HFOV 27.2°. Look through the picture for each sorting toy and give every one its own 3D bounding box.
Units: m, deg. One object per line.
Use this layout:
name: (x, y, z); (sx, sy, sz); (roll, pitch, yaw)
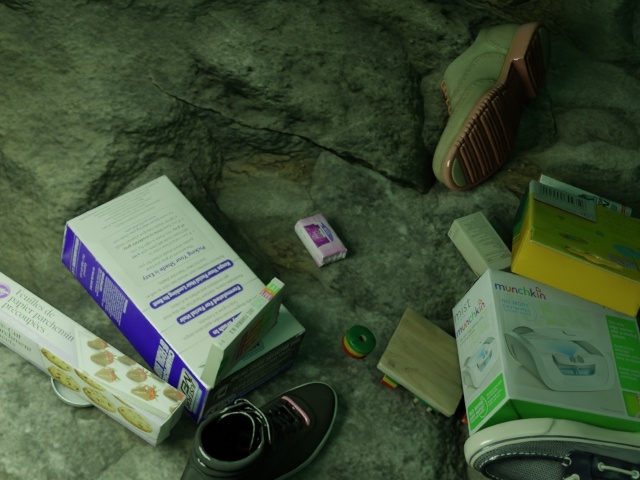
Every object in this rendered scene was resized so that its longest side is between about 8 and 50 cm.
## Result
sorting toy: (0.161, 0.193, 1.974); (0.275, 0.046, 0.132); (34, 44, -3)

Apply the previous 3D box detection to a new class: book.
book: (-0.106, 0.123, 1.793); (0.035, 0.096, 0.144); (35, 52, 11)

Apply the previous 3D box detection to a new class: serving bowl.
serving bowl: (-0.334, 0.199, 1.846); (0.083, 0.027, 0.083); (9, 51, -11)

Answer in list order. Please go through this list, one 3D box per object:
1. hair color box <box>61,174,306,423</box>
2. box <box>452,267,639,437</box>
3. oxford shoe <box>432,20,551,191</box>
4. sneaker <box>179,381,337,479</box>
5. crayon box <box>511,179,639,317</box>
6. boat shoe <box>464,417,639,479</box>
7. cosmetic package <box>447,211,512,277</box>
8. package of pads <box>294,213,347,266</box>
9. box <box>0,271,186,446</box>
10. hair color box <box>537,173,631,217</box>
hair color box: (-0.204, 0.079, 1.928); (0.185, 0.110, 0.339); (-29, 64, -33)
box: (0.347, 0.188, 1.973); (0.262, 0.126, 0.231); (13, 50, -19)
oxford shoe: (0.275, -0.237, 2.333); (0.147, 0.140, 0.397); (9, 48, 32)
sneaker: (-0.069, 0.259, 1.801); (0.104, 0.147, 0.296); (42, 52, 19)
crayon box: (0.401, 0.015, 2.043); (0.202, 0.081, 0.318); (21, 20, 3)
boat shoe: (0.375, 0.353, 1.869); (0.341, 0.127, 0.158); (5, 51, -12)
cosmetic package: (0.265, 0.013, 2.162); (0.060, 0.041, 0.115); (-16, 59, -27)
package of pads: (0.000, 0.000, 2.100); (0.050, 0.032, 0.083); (-18, 60, -30)
box: (-0.333, 0.163, 1.814); (0.324, 0.067, 0.063); (33, 51, 9)
hair color box: (0.437, -0.038, 2.246); (0.167, 0.053, 0.093); (20, 51, 1)
